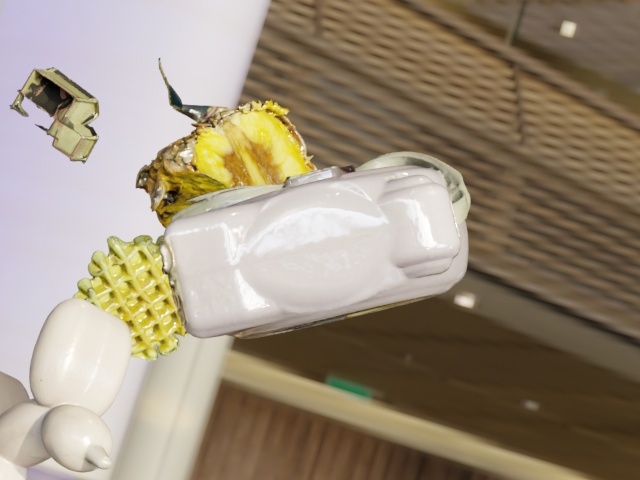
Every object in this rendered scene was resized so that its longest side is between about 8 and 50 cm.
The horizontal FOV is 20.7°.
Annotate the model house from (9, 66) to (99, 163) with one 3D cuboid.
[{"bbox_3d":[-0.232,-0.115,1.594,0.083,0.057,0.058,35,11,13],"label":"model house"}]

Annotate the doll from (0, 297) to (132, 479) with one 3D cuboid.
[{"bbox_3d":[-0.172,0.128,0.980,0.161,0.160,0.059,-29,-45,31],"label":"doll"}]

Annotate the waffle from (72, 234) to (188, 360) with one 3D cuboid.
[{"bbox_3d":[-0.217,0.067,2.135,0.183,0.169,0.036,14,19,-40],"label":"waffle"}]

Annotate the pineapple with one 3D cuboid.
[{"bbox_3d":[-0.116,-0.082,2.016,0.161,0.158,0.334,-14,-17,36],"label":"pineapple"}]

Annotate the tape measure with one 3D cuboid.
[{"bbox_3d":[-0.003,0.001,1.123,0.196,0.105,0.178,-14,-4,-4],"label":"tape measure"}]
